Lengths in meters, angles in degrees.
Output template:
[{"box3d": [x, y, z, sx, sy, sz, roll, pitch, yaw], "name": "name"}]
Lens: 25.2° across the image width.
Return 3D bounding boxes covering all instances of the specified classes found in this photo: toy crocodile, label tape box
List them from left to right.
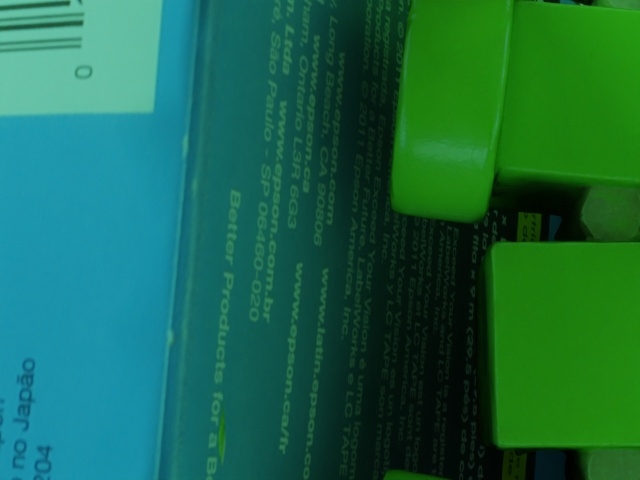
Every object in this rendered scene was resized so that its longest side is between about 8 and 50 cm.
[{"box3d": [0.000, 0.000, 0.470, 0.333, 0.106, 0.241, 21, -108, -63], "name": "label tape box"}, {"box3d": [0.071, 0.038, 0.365, 0.105, 0.115, 0.341, 72, -157, -79], "name": "toy crocodile"}]
